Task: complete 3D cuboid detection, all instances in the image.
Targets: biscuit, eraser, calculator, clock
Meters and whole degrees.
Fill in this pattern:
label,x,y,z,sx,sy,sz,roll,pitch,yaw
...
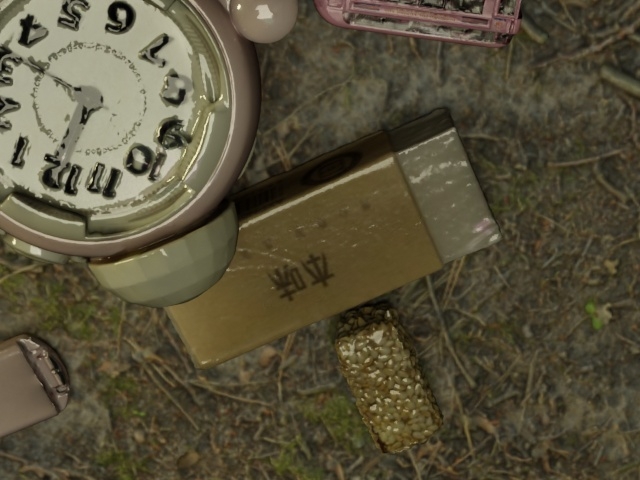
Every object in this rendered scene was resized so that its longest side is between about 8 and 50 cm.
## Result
label,x,y,z,sx,sy,sz,roll,pitch,yaw
biscuit,0.070,0.148,1.431,0.082,0.070,0.168,-21,115,10
eraser,0.000,0.000,1.361,0.343,0.078,0.144,-24,113,7
calculator,-0.353,0.166,1.434,0.175,0.032,0.100,-22,112,6
clock,-0.207,-0.127,1.215,0.342,0.184,0.325,21,97,-4

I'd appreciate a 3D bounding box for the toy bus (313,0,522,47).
label,x,y,z,sx,sy,sz,roll,pitch,yaw
toy bus,0.094,-0.238,1.276,0.203,0.063,0.090,7,115,-4
